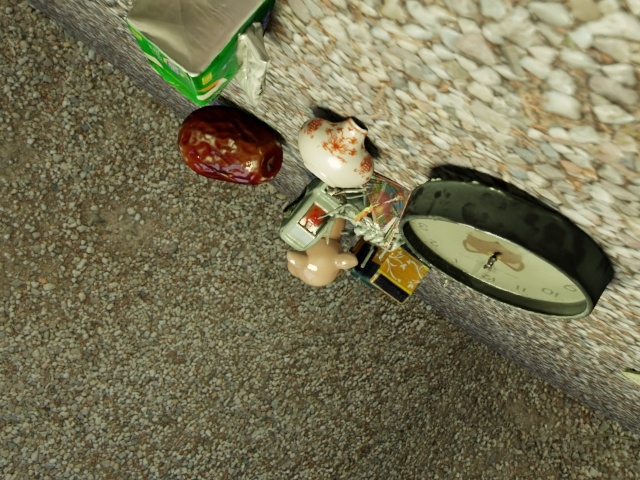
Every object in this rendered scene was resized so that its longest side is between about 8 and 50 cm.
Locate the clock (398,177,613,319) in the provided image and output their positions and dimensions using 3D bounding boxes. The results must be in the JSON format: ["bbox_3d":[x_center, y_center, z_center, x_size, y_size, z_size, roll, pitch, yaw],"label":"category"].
[{"bbox_3d":[0.276,0.020,0.773,0.325,0.067,0.325,29,168,7],"label":"clock"}]

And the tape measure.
[{"bbox_3d":[-0.026,-0.092,1.477,0.125,0.246,0.243,40,-177,-11],"label":"tape measure"}]

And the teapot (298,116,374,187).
[{"bbox_3d":[0.026,-0.164,0.925,0.159,0.116,0.245,25,-174,-13],"label":"teapot"}]

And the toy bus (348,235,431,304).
[{"bbox_3d":[0.217,0.076,1.656,0.161,0.194,0.323,35,177,-16],"label":"toy bus"}]

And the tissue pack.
[{"bbox_3d":[-0.124,-0.250,0.619,0.156,0.148,0.209,38,177,-12],"label":"tissue pack"}]

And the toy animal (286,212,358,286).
[{"bbox_3d":[0.000,0.000,1.706,0.236,0.327,0.269,6,-161,-7],"label":"toy animal"}]

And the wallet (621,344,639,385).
[{"bbox_3d":[0.639,0.254,0.707,0.223,0.077,0.309,33,176,-11],"label":"wallet"}]

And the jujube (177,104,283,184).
[{"bbox_3d":[-0.260,-0.268,1.400,0.317,0.223,0.223,25,173,27],"label":"jujube"}]

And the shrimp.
[{"bbox_3d":[0.157,-0.027,1.132,0.410,0.166,0.222,22,139,23],"label":"shrimp"}]

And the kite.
[{"bbox_3d":[0.129,-0.076,1.042,0.010,0.159,0.190,-14,-95,-51],"label":"kite"}]
